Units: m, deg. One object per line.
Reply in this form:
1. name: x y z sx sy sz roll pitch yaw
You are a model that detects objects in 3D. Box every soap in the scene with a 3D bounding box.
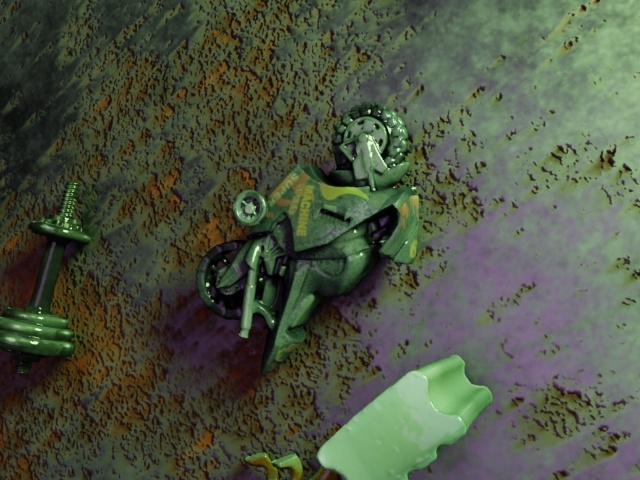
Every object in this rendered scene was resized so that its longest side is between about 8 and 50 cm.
1. soap: 0.087 0.169 0.582 0.119 0.198 0.066 -42 71 12

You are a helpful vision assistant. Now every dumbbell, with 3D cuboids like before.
1. dumbbell: -0.353 0.045 0.817 0.110 0.110 0.254 8 80 21

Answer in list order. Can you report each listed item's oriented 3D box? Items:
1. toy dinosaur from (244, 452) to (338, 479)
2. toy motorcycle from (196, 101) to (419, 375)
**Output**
1. toy dinosaur: -0.025 0.300 0.688 0.212 0.057 0.142 -22 88 18
2. toy motorcycle: 0.000 0.000 0.686 0.307 0.108 0.173 -45 77 12
